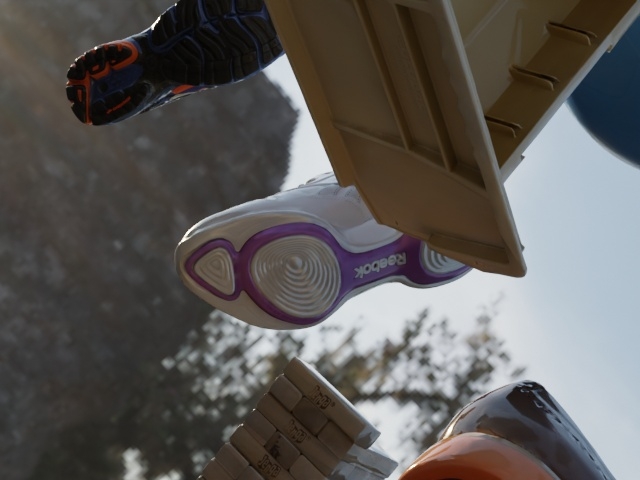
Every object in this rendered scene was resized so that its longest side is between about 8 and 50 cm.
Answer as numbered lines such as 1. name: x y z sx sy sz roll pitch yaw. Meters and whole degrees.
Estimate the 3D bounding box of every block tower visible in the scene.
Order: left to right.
1. block tower: -0.079 0.256 1.114 0.091 0.335 0.097 40 2 32

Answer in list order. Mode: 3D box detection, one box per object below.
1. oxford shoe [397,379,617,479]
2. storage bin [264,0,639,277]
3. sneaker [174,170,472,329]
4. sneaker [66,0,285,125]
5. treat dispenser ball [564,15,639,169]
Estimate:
1. oxford shoe: 0.175 0.239 0.770 0.130 0.133 0.363 -21 -78 35
2. storage bin: 0.104 -0.159 0.713 0.123 0.262 0.260 22 -29 36
3. sneaker: 0.000 0.000 1.311 0.152 0.305 0.114 36 -53 54
4. sneaker: -0.115 -0.164 1.242 0.087 0.221 0.083 -29 104 -64
5. treat dispenser ball: 0.323 -0.188 1.167 0.288 0.288 0.288 44 -17 17
